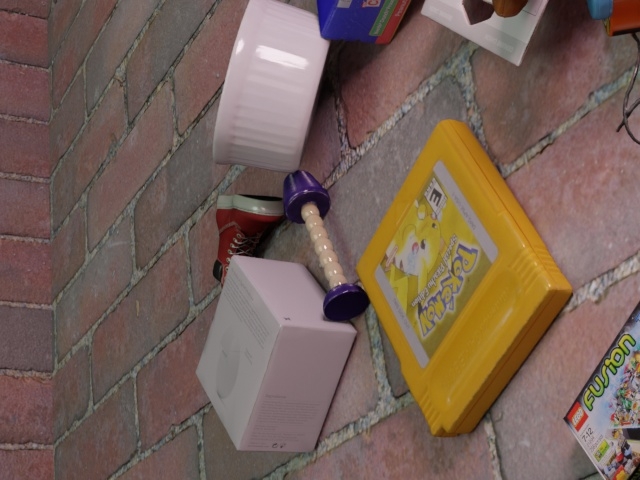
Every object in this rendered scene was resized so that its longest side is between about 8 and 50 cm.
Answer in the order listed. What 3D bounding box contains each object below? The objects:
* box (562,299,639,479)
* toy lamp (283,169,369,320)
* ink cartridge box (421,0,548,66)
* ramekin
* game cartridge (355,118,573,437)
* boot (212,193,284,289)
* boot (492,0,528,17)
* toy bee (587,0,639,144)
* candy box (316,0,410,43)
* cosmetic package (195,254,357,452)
[{"bbox_3d":[0.331,0.146,1.128,0.207,0.036,0.114,-66,33,28],"label":"box"},{"bbox_3d":[0.000,0.000,1.726,0.080,0.080,0.275,-58,38,38],"label":"toy lamp"},{"bbox_3d":[0.244,-0.360,1.349,0.296,0.066,0.261,-128,53,-60],"label":"ink cartridge box"},{"bbox_3d":[-0.069,-0.238,1.752,0.277,0.135,0.277,15,-90,-90],"label":"ramekin"},{"bbox_3d":[0.167,0.050,1.436,0.285,0.052,0.324,-62,34,33],"label":"game cartridge"},{"bbox_3d":[-0.128,0.008,1.951,0.244,0.088,0.176,178,98,-69],"label":"boot"},{"bbox_3d":[0.222,-0.351,1.226,0.152,0.073,0.197,85,-151,-43],"label":"boot"},{"bbox_3d":[0.305,-0.273,1.155,0.162,0.195,0.298,-85,4,-62],"label":"toy bee"},{"bbox_3d":[0.069,-0.492,1.622,0.268,0.122,0.317,122,147,-60],"label":"candy box"},{"bbox_3d":[-0.075,0.175,1.753,0.224,0.138,0.225,50,128,54],"label":"cosmetic package"}]
